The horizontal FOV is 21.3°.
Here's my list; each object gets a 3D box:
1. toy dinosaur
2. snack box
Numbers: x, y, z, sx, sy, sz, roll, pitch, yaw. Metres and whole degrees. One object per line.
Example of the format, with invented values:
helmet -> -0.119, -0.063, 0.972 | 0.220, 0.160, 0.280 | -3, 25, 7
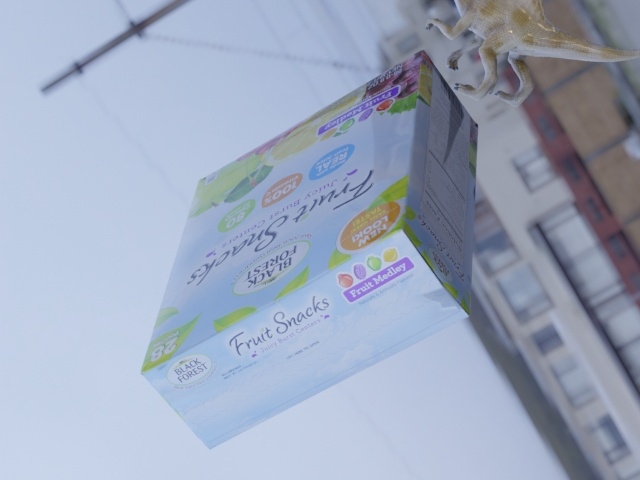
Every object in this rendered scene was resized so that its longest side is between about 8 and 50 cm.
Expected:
toy dinosaur -> 0.133, -0.141, 1.181 | 0.183, 0.093, 0.053 | 34, -154, 27
snack box -> 0.000, 0.000, 0.966 | 0.070, 0.174, 0.207 | 50, -156, -24
